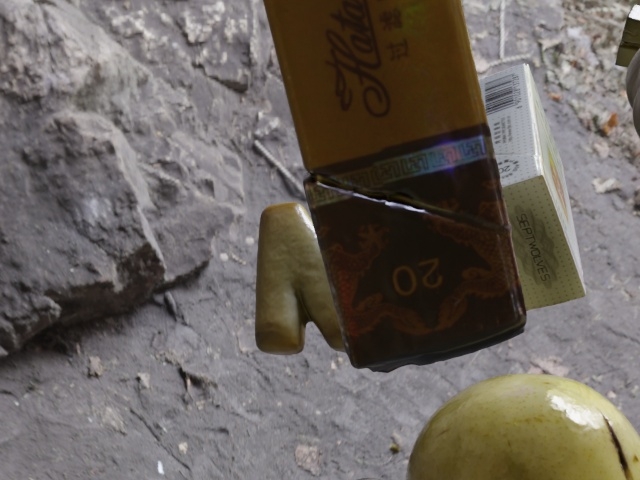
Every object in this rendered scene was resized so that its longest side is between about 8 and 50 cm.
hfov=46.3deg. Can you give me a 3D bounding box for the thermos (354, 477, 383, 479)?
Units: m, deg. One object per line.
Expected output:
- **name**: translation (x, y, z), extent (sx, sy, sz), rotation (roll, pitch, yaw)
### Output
- **thermos**: translation (0.060, 0.347, 0.782), extent (0.137, 0.193, 0.105), rotation (-31, 102, -8)

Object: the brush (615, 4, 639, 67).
- **brush**: translation (0.635, -0.326, 1.279), extent (0.233, 0.103, 0.047), rotation (20, 58, 22)

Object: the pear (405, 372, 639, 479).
- **pear**: translation (0.248, 0.319, 0.895), extent (0.309, 0.309, 0.309), rotation (2, 61, -4)

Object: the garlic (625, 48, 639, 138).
- **garlic**: translation (0.431, -0.193, 0.759), extent (0.256, 0.207, 0.207), rotation (-30, 67, -6)

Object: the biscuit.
- **biscuit**: translation (-0.008, 0.059, 1.350), extent (0.236, 0.062, 0.291), rotation (-4, 71, 20)

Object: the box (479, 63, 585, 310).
- **box**: translation (0.298, -0.088, 1.089), extent (0.095, 0.210, 0.330), rotation (-17, 32, 22)

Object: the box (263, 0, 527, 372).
- **box**: translation (0.025, -0.143, 0.534), extent (0.115, 0.264, 0.415), rotation (-13, 98, 1)
